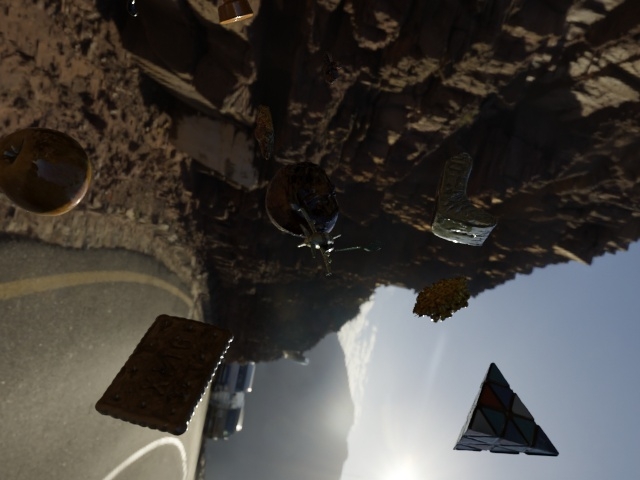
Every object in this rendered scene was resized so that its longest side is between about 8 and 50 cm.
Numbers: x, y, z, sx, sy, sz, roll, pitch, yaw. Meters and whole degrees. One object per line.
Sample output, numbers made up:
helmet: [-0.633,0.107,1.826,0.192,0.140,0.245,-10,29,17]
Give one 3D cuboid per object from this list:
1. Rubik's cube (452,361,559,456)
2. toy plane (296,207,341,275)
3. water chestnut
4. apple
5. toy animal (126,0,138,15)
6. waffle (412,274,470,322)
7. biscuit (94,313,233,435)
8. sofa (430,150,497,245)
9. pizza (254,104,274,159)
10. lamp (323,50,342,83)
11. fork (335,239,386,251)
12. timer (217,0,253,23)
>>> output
Rubik's cube: [0.429,0.494,1.483,0.250,0.284,0.234,-95,-151,-45]
toy plane: [0.000,0.000,1.718,0.228,0.092,0.244,67,22,7]
water chestnut: [-0.051,-0.178,2.234,0.302,0.351,0.350,-31,-139,46]
apple: [-0.823,-0.210,1.590,0.264,0.265,0.264,-168,-90,-85]
toy animal: [-0.511,-0.655,1.311,0.148,0.233,0.084,-16,-130,68]
waffle: [0.397,0.196,1.776,0.070,0.197,0.193,60,28,-15]
biscuit: [-0.357,0.300,1.276,0.324,0.217,0.044,-66,169,-54]
sofa: [0.450,-0.124,1.673,0.210,0.176,0.225,82,21,-69]
pizza: [-0.189,-0.367,1.811,0.199,0.062,0.188,-151,-125,-77]
lamp: [0.028,-0.480,1.512,0.031,0.063,0.083,-34,160,-26]
fork: [0.115,0.029,1.693,0.235,0.039,0.021,-14,-128,54]
timer: [-0.332,-0.896,1.996,0.132,0.132,0.152,-94,169,-71]
